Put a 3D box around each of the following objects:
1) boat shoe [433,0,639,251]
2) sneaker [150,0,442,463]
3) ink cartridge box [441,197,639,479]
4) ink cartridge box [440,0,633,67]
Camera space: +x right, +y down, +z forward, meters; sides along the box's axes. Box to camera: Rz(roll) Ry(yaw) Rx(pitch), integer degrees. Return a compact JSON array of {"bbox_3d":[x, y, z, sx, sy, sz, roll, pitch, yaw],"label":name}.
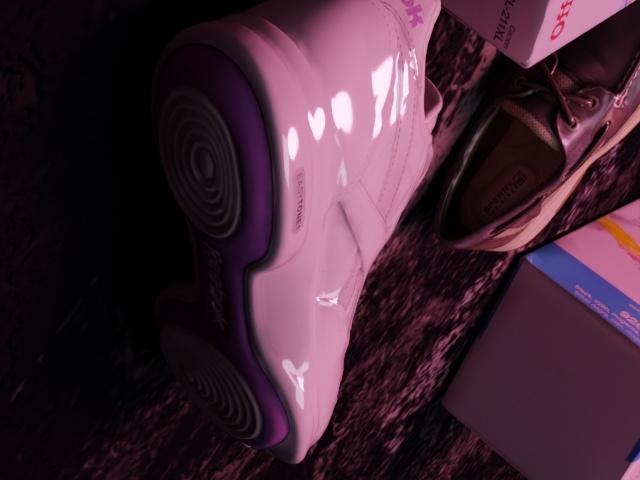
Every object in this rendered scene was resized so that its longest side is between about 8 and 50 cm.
[{"bbox_3d":[0.143,-0.077,0.900,0.073,0.080,0.223,-23,150,-56],"label":"boat shoe"},{"bbox_3d":[0.000,0.000,0.710,0.152,0.114,0.305,-35,153,-29],"label":"sneaker"},{"bbox_3d":[0.257,0.095,1.254,0.233,0.168,0.171,-23,144,-49],"label":"ink cartridge box"},{"bbox_3d":[0.147,-0.185,0.748,0.175,0.072,0.127,-33,152,-35],"label":"ink cartridge box"}]
